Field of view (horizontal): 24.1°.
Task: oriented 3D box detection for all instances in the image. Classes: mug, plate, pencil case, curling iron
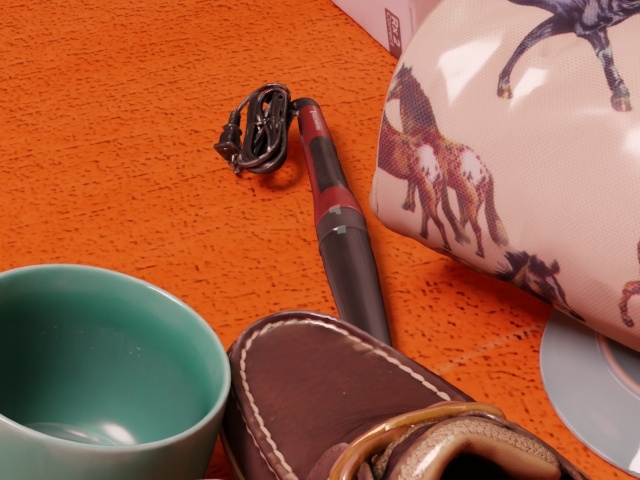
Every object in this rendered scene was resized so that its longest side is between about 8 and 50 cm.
[{"bbox_3d":[-0.127,0.082,0.692,0.158,0.097,0.129,22,33,8],"label":"mug"},{"bbox_3d":[0.204,0.052,0.749,0.188,0.024,0.188,-6,38,5],"label":"plate"},{"bbox_3d":[0.217,-0.016,0.676,0.410,0.160,0.183,27,82,37],"label":"pencil case"},{"bbox_3d":[0.000,0.000,0.849,0.068,0.035,0.274,-31,44,6],"label":"curling iron"}]

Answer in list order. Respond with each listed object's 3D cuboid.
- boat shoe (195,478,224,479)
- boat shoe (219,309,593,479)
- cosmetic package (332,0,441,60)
[{"bbox_3d":[-0.192,0.166,0.576,0.367,0.136,0.156,-29,46,-7],"label":"boat shoe"},{"bbox_3d":[0.062,0.113,0.612,0.123,0.123,0.342,-26,44,-18],"label":"boat shoe"},{"bbox_3d":[0.102,-0.235,1.025,0.184,0.151,0.151,-21,40,-16],"label":"cosmetic package"}]
